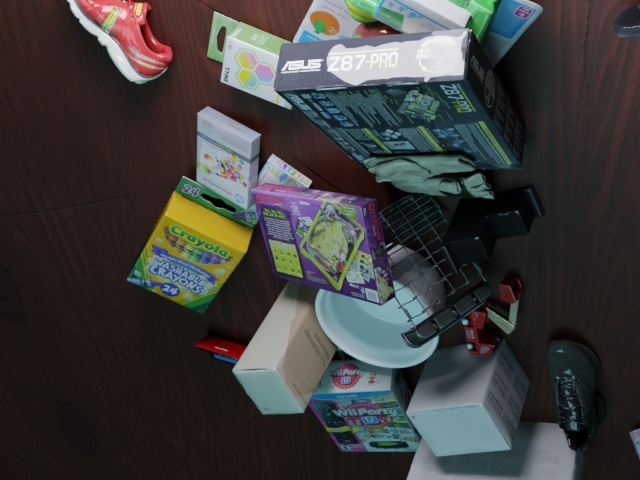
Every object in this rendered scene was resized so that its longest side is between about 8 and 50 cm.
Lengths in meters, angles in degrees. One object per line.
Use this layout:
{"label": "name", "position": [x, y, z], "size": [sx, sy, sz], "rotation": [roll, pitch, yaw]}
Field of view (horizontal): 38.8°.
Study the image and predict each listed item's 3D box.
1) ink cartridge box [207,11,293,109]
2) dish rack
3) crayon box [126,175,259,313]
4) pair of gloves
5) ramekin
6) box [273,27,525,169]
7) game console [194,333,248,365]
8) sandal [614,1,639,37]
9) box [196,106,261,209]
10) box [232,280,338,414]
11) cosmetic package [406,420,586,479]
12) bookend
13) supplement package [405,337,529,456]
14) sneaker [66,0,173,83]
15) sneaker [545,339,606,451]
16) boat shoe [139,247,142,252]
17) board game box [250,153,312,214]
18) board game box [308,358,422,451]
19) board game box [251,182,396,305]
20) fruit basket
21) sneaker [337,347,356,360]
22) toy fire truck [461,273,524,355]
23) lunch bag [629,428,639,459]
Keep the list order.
{"label": "ink cartridge box", "position": [-0.130, -0.344, 1.741], "size": [0.209, 0.062, 0.109], "rotation": [24, 136, 7]}
{"label": "dish rack", "position": [0.201, 0.052, 1.811], "size": [0.271, 0.208, 0.074], "rotation": [57, 163, 3]}
{"label": "crayon box", "position": [-0.295, 0.019, 2.094], "size": [0.203, 0.083, 0.323], "rotation": [26, 133, -13]}
{"label": "pair of gloves", "position": [0.203, -0.114, 1.689], "size": [0.204, 0.042, 0.240], "rotation": [2, 170, 27]}
{"label": "ramekin", "position": [0.140, 0.134, 1.975], "size": [0.277, 0.135, 0.277], "rotation": [15, 134, 16]}
{"label": "box", "position": [0.148, -0.221, 1.539], "size": [0.318, 0.097, 0.395], "rotation": [3, 166, 27]}
{"label": "game console", "position": [-0.244, 0.306, 2.362], "size": [0.144, 0.124, 0.085], "rotation": [14, 107, 15]}
{"label": "sandal", "position": [0.553, -0.383, 1.345], "size": [0.254, 0.097, 0.054], "rotation": [-26, 115, 29]}
{"label": "box", "position": [-0.197, -0.173, 1.922], "size": [0.145, 0.038, 0.186], "rotation": [30, 139, 21]}
{"label": "box", "position": [-0.054, 0.227, 2.028], "size": [0.121, 0.311, 0.148], "rotation": [-9, 125, 35]}
{"label": "cosmetic package", "position": [0.401, 0.546, 2.100], "size": [0.377, 0.284, 0.097], "rotation": [0, 130, 28]}
{"label": "bookend", "position": [0.329, -0.020, 1.729], "size": [0.157, 0.156, 0.072], "rotation": [-11, 122, 33]}
{"label": "supplement package", "position": [0.331, 0.349, 2.019], "size": [0.194, 0.203, 0.149], "rotation": [-15, 120, 36]}
{"label": "sneaker", "position": [-0.393, -0.445, 1.783], "size": [0.118, 0.107, 0.279], "rotation": [-29, 116, 21]}
{"label": "sneaker", "position": [0.548, 0.336, 1.950], "size": [0.109, 0.130, 0.286], "rotation": [-6, 124, 34]}
{"label": "boat shoe", "position": [-0.372, 0.033, 2.214], "size": [0.133, 0.042, 0.049], "rotation": [7, 120, 8]}
{"label": "board game box", "position": [-0.096, -0.104, 1.961], "size": [0.103, 0.026, 0.154], "rotation": [34, 135, -5]}
{"label": "board game box", "position": [0.109, 0.402, 2.194], "size": [0.224, 0.097, 0.303], "rotation": [-6, 138, 21]}
{"label": "board game box", "position": [0.000, 0.000, 1.829], "size": [0.347, 0.056, 0.208], "rotation": [13, 127, 49]}
{"label": "fruit basket", "position": [0.143, -0.350, 1.525], "size": [0.327, 0.165, 0.353], "rotation": [27, 145, -8]}
{"label": "sneaker", "position": [0.091, 0.273, 2.173], "size": [0.075, 0.063, 0.170], "rotation": [-6, 121, 37]}
{"label": "toy fire truck", "position": [0.368, 0.163, 1.928], "size": [0.135, 0.047, 0.192], "rotation": [4, 119, 34]}
{"label": "lunch bag", "position": [0.736, 0.446, 2.005], "size": [0.083, 0.053, 0.071], "rotation": [-22, 119, 10]}
